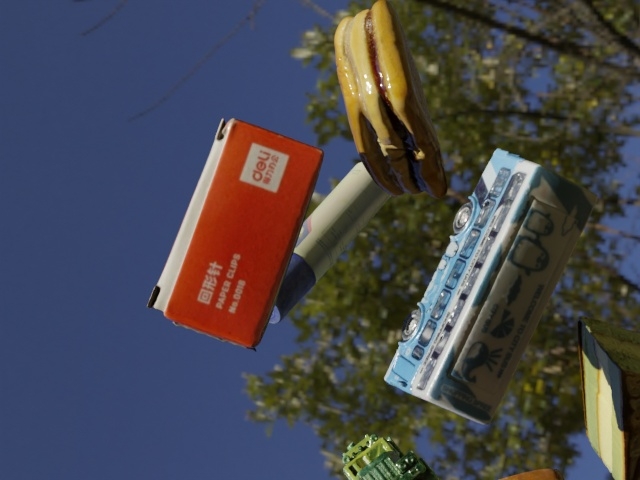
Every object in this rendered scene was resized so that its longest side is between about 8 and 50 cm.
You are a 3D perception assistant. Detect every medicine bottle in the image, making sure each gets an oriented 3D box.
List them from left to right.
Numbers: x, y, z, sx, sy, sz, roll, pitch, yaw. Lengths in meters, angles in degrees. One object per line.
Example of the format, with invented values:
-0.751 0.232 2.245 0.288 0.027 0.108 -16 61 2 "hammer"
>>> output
0.000 0.000 1.409 0.231 0.059 0.059 -48 -52 -31 "medicine bottle"

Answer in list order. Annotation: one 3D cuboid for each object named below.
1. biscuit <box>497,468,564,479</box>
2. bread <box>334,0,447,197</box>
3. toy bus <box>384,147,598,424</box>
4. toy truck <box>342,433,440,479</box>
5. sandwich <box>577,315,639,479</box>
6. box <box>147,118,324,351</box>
0.159 0.270 1.082 0.306 0.284 0.043 10 -125 -40 "biscuit"
0.064 -0.119 1.086 0.200 0.077 0.116 61 -158 -59 "bread"
0.188 0.053 1.345 0.106 0.131 0.297 25 -90 -20 "toy bus"
0.080 0.332 1.662 0.128 0.135 0.259 -38 -11 -5 "toy truck"
0.354 0.207 1.505 0.144 0.117 0.187 13 -63 -27 "sandwich"
-0.071 -0.001 1.049 0.133 0.099 0.182 111 179 -86 "box"
